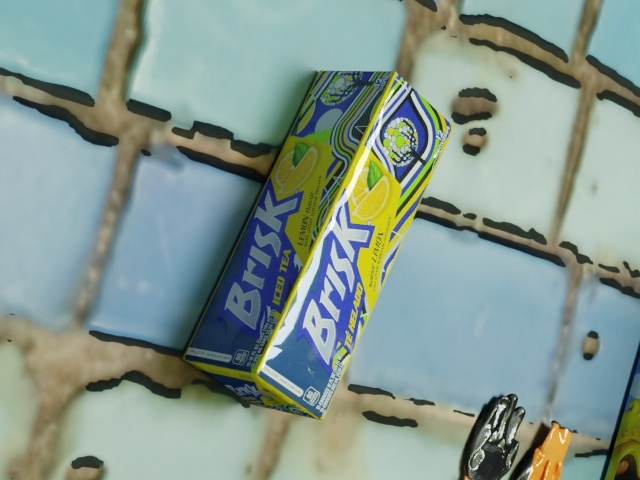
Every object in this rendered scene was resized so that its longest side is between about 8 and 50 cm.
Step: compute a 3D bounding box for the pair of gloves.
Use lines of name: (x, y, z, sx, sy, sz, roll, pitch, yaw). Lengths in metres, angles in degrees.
pair of gloves: (0.113, 0.132, 1.099, 0.083, 0.010, 0.074, 33, 74, -40)

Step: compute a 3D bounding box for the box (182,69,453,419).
box: (0.000, 0.000, 0.932, 0.054, 0.059, 0.169, 38, 69, -39)

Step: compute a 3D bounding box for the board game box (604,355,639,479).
board game box: (0.311, 0.161, 1.091, 0.086, 0.308, 0.302, 27, 76, -43)
